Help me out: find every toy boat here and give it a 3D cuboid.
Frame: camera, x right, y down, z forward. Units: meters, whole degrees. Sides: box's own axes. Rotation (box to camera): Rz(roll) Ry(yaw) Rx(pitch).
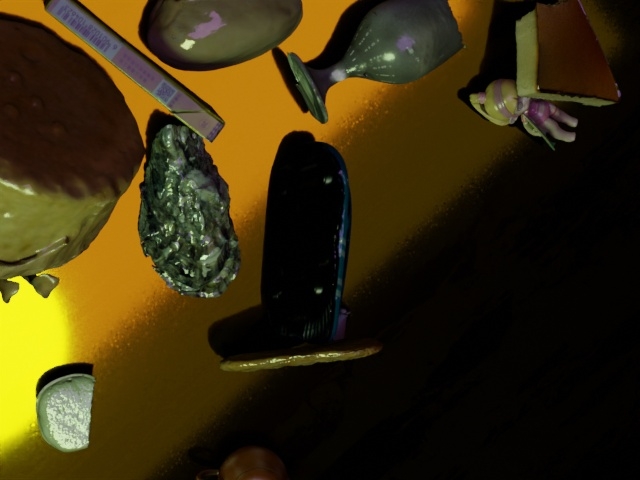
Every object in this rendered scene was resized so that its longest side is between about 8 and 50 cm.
[{"bbox_3d":[0.000,0.000,1.770,0.092,0.134,0.299,-7,107,-48],"label":"toy boat"}]

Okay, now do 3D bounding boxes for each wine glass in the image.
[{"bbox_3d":[0.081,-0.270,1.705,0.241,0.126,0.126,-29,108,-5],"label":"wine glass"}]

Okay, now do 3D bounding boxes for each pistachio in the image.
[{"bbox_3d":[-0.136,-0.310,1.645,0.223,0.126,0.152,-21,141,-13],"label":"pistachio"}]

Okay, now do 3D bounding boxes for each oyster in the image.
[{"bbox_3d":[-0.184,-0.038,1.731,0.199,0.087,0.252,20,110,-17],"label":"oyster"}]

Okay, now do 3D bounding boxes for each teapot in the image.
[{"bbox_3d":[-0.106,0.377,1.825,0.173,0.116,0.116,9,101,-15],"label":"teapot"}]

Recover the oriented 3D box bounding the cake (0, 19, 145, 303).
[{"bbox_3d":[-0.434,-0.079,1.559,0.332,0.332,0.321,28,126,-18],"label":"cake"}]

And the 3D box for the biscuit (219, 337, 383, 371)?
[{"bbox_3d":[-0.029,0.174,1.765,0.247,0.118,0.029,-8,90,10],"label":"biscuit"}]

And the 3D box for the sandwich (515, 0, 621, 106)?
[{"bbox_3d":[0.376,-0.290,1.793,0.193,0.058,0.162,2,86,-38],"label":"sandwich"}]

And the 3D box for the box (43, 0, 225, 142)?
[{"bbox_3d":[-0.255,-0.243,1.612,0.279,0.153,0.041,39,92,-19],"label":"box"}]

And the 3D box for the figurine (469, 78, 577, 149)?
[{"bbox_3d":[0.315,-0.195,1.817,0.187,0.083,0.083,16,99,-30],"label":"figurine"}]

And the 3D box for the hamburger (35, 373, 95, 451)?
[{"bbox_3d":[-0.381,0.253,1.759,0.084,0.054,0.121,7,99,-11],"label":"hamburger"}]
